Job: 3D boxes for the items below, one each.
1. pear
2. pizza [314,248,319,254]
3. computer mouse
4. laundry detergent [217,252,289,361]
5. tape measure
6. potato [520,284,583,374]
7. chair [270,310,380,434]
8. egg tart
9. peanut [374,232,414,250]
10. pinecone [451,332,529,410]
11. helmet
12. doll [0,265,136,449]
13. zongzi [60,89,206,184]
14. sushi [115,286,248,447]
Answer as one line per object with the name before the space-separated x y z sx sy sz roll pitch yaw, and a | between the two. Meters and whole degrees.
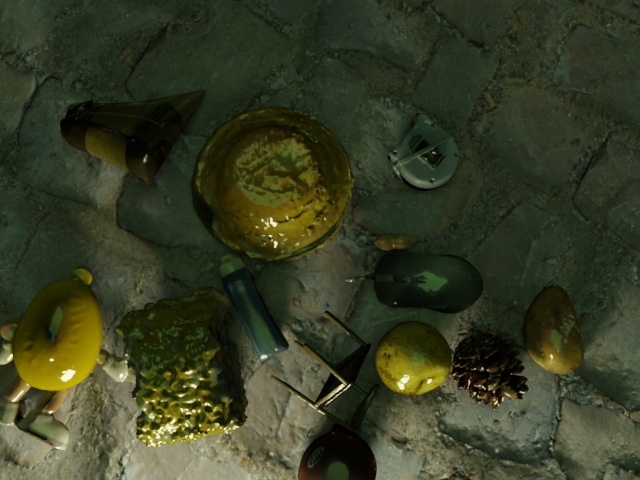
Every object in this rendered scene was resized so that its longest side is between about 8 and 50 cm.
pear | 0.236 0.297 1.672 0.197 0.197 0.197 0 82 -4
pizza | 0.000 0.000 1.780 0.037 0.016 0.083 16 78 2
computer mouse | 0.257 0.111 1.747 0.379 0.090 0.167 1 81 -2
laundry detergent | -0.180 0.168 1.681 0.094 0.143 0.290 -25 85 -1
tape measure | 0.292 -0.231 1.786 0.181 0.107 0.182 34 79 8
potato | 0.623 0.247 1.747 0.138 0.098 0.243 -14 82 -4
chair | 0.049 0.343 1.641 0.272 0.188 0.166 41 124 -3
egg tart | -0.125 -0.157 1.709 0.443 0.178 0.443 0 82 -2
peanut | 0.202 0.004 1.773 0.113 0.054 0.054 -2 82 -8
pinecone | 0.439 0.345 1.686 0.184 0.179 0.205 -22 95 9
helmet | 0.043 0.573 1.630 0.189 0.193 0.216 -53 130 -7
doll | -0.661 0.314 1.633 0.423 0.161 0.348 -39 99 -7
zongzi | -0.505 -0.344 1.750 0.289 0.154 0.318 26 62 4
sushi | -0.314 0.293 1.535 0.240 0.396 0.351 -10 79 -2
